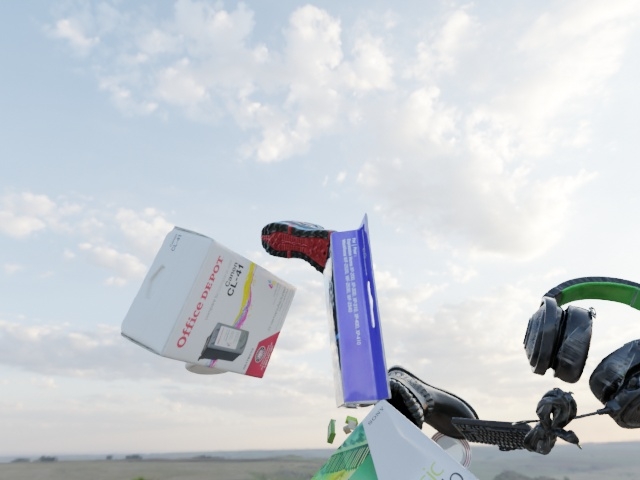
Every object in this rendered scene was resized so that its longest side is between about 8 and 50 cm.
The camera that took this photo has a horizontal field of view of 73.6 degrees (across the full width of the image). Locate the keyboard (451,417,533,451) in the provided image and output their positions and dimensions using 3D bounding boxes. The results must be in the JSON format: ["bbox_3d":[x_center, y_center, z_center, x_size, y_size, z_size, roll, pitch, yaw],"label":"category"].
[{"bbox_3d":[0.365,0.400,0.865,0.108,0.023,0.180,44,-35,-16],"label":"keyboard"}]

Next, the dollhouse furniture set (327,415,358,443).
[{"bbox_3d":[0.096,0.542,1.188,0.152,0.058,0.076,17,-71,-5],"label":"dollhouse furniture set"}]

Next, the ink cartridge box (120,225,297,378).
[{"bbox_3d":[-0.205,0.140,0.874,0.131,0.226,0.306,14,-15,32],"label":"ink cartridge box"}]

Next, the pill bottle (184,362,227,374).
[{"bbox_3d":[-0.317,0.262,1.249,0.131,0.229,0.131,-2,-32,-2],"label":"pill bottle"}]

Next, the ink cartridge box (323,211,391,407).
[{"bbox_3d":[0.036,0.100,0.540,0.045,0.206,0.208,-3,-24,-5],"label":"ink cartridge box"}]

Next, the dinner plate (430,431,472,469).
[{"bbox_3d":[0.424,0.696,1.404,0.141,0.141,0.017,-11,-34,19],"label":"dinner plate"}]

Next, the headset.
[{"bbox_3d":[0.425,0.168,0.643,0.394,0.243,0.185,-32,-47,-27],"label":"headset"}]

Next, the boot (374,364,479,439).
[{"bbox_3d":[0.321,0.518,1.293,0.348,0.131,0.260,25,1,14],"label":"boot"}]

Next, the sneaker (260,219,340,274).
[{"bbox_3d":[0.000,0.000,0.973,0.262,0.104,0.125,19,23,23],"label":"sneaker"}]

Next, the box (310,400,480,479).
[{"bbox_3d":[0.127,0.426,0.675,0.058,0.232,0.322,52,-15,-26],"label":"box"}]
